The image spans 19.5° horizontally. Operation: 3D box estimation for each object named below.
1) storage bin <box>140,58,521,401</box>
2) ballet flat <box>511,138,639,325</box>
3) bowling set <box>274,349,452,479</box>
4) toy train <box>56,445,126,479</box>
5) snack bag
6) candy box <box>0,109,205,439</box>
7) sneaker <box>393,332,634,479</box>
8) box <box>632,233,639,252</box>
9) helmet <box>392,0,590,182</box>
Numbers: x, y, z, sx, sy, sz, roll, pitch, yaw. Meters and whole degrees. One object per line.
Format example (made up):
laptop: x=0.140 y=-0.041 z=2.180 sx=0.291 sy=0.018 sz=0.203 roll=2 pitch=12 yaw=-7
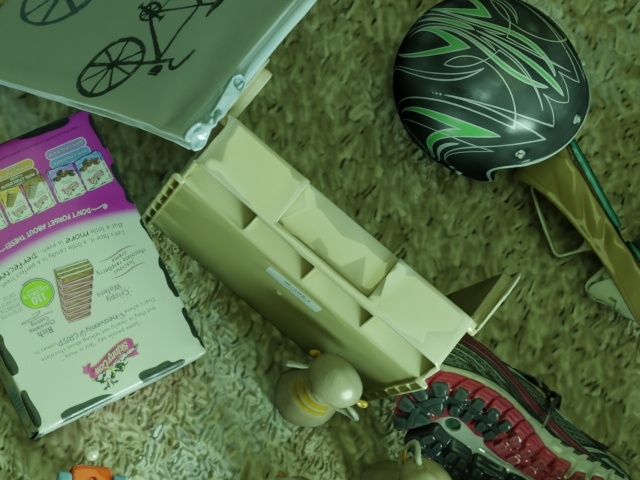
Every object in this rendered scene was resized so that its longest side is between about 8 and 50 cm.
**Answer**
storage bin: x=0.000 y=0.000 z=1.530 sx=0.262 sy=0.260 sz=0.123 roll=41 pitch=76 yaw=-4
ballet flat: x=0.257 y=0.010 z=1.703 sx=0.073 sy=0.080 sz=0.232 roll=-33 pitch=86 yaw=9
bowling set: x=0.027 y=0.251 z=1.538 sx=0.287 sy=0.154 sz=0.200 roll=43 pitch=72 yaw=-3
toy train: x=-0.245 y=0.233 z=1.530 sx=0.166 sy=0.046 sz=0.125 roll=2 pitch=77 yaw=-18
snack bag: x=-0.108 y=-0.222 z=1.536 sx=0.323 sy=0.342 sz=0.037 roll=-51 pitch=133 yaw=-20
candy box: x=-0.220 y=0.028 z=1.562 sx=0.159 sy=0.071 sz=0.233 roll=-24 pitch=85 yaw=-18
sneaker: x=0.201 y=0.189 z=1.624 sx=0.299 sy=0.121 sz=0.112 roll=42 pitch=33 yaw=-13
box: x=0.376 y=-0.021 z=1.701 sx=0.137 sy=0.126 sz=0.072 roll=-35 pitch=88 yaw=-18
helmet: x=0.149 y=-0.139 z=1.646 sx=0.169 sy=0.161 sz=0.169 roll=3 pitch=78 yaw=-14
